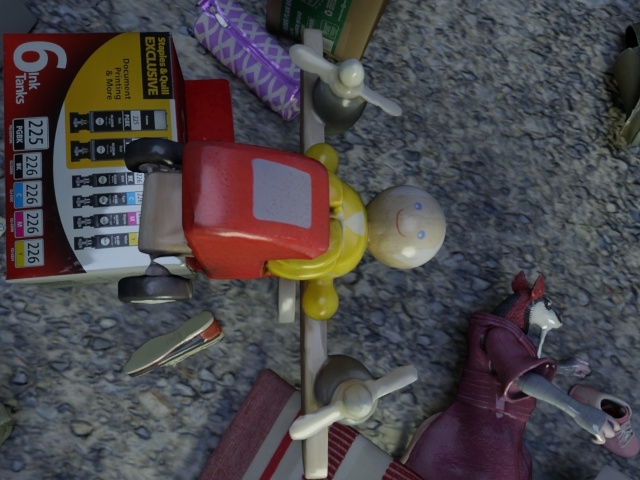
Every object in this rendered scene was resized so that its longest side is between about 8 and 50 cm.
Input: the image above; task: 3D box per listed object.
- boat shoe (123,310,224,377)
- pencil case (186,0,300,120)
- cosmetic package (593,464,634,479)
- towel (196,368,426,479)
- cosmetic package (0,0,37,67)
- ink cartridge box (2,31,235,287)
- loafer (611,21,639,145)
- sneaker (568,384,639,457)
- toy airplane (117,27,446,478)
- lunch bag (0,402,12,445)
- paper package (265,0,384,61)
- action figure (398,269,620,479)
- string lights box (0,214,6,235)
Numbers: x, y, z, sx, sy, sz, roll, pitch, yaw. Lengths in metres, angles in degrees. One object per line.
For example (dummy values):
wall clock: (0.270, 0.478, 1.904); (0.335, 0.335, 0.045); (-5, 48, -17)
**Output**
boat shoe: (-0.199, 0.149, 0.638); (0.137, 0.049, 0.043); (-31, 126, -11)
pencil case: (-0.094, -0.273, 0.691); (0.206, 0.088, 0.086); (42, 81, -1)
cosmetic package: (0.342, 0.525, 0.584); (0.377, 0.097, 0.284); (-43, 112, -11)
towel: (-0.009, 0.338, 0.552); (0.329, 0.037, 0.237); (25, 79, 32)
cosmetic package: (-0.470, -0.317, 0.574); (0.085, 0.231, 0.117); (31, 78, -2)
ink cartridge box: (-0.249, -0.106, 0.625); (0.272, 0.130, 0.309); (-5, 82, -9)
loafer: (0.532, -0.269, 0.782); (0.087, 0.094, 0.251); (17, 69, 20)
sneaker: (0.438, 0.275, 0.690); (0.051, 0.070, 0.134); (-41, 90, -13)
toy airplane: (0.000, 0.000, 0.522); (0.272, 0.384, 0.386); (-4, 125, 14)
lunch bag: (-0.517, 0.241, 0.478); (0.287, 0.235, 0.169); (-28, 75, -13)
paper package: (0.059, -0.454, 0.617); (0.168, 0.325, 0.309); (25, 79, -4)
action figure: (0.231, 0.217, 0.640); (0.276, 0.248, 0.370); (9, 78, 24)
string lights box: (-0.549, 0.036, 0.591); (0.133, 0.077, 0.259); (34, 79, 0)
